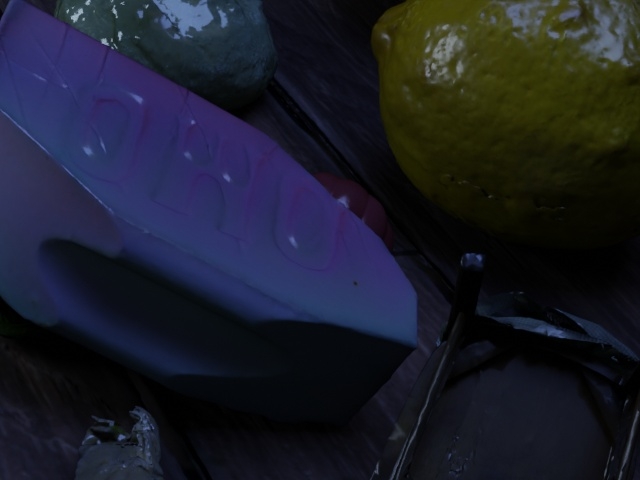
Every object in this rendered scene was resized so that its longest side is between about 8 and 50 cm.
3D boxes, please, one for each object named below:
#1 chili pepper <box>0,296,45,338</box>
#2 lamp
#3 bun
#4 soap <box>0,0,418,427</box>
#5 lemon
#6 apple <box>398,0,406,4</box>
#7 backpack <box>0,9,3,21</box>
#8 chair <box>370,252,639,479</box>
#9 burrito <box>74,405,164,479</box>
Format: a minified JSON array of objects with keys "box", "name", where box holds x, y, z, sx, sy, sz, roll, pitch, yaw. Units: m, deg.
[{"box":[-0.180,-0.003,1.116,0.100,0.074,0.257,36,35,3],"name":"chili pepper"},{"box":[0.000,0.000,1.163,0.107,0.107,0.092,18,45,4],"name":"lamp"},{"box":[-0.129,-0.207,1.411,0.212,0.126,0.204,28,35,17],"name":"bun"},{"box":[-0.095,-0.006,1.041,0.324,0.109,0.193,29,33,-15],"name":"soap"},{"box":[0.182,-0.117,1.294,0.284,0.260,0.260,3,34,-15],"name":"lemon"},{"box":[0.181,-0.376,1.605,0.338,0.338,0.305,-3,50,-28],"name":"apple"},{"box":[-0.325,-0.112,1.174,0.229,0.139,0.229,12,51,-15],"name":"backpack"},{"box":[0.122,0.128,1.005,0.160,0.319,0.186,18,76,6],"name":"chair"},{"box":[-0.118,0.163,0.915,0.058,0.045,0.188,3,35,-7],"name":"burrito"}]
